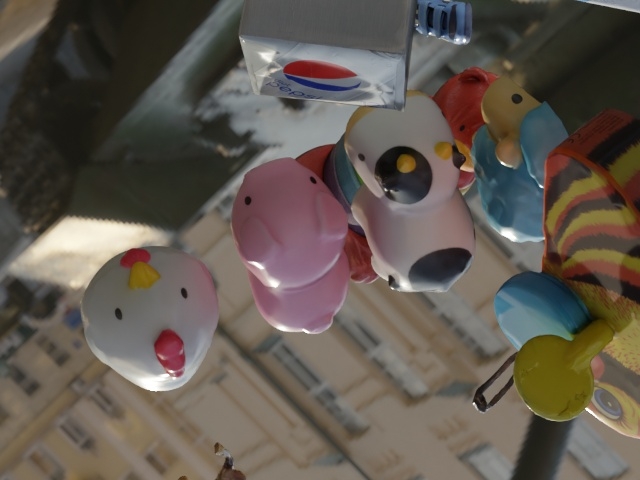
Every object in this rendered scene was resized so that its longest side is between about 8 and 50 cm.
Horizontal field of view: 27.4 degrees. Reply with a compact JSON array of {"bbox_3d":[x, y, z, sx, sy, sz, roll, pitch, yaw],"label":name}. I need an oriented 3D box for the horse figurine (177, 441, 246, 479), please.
[{"bbox_3d":[-0.166,0.322,1.582,0.263,0.066,0.174,-24,145,12],"label":"horse figurine"}]

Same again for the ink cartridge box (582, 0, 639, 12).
[{"bbox_3d":[0.233,-0.448,1.456,0.285,0.395,0.166,0,136,-40],"label":"ink cartridge box"}]

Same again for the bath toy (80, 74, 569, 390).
[{"bbox_3d":[0.000,0.000,0.908,0.348,0.151,0.129,-23,-165,-9],"label":"bath toy"}]

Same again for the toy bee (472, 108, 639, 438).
[{"bbox_3d":[0.207,0.056,0.852,0.195,0.162,0.298,-48,155,-8],"label":"toy bee"}]

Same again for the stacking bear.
[{"bbox_3d":[0.115,-0.097,1.522,0.289,0.175,0.164,-31,-163,45],"label":"stacking bear"}]

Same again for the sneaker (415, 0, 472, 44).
[{"bbox_3d":[0.146,-0.271,1.612,0.144,0.059,0.053,-136,-132,-68],"label":"sneaker"}]

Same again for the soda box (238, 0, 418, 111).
[{"bbox_3d":[0.020,-0.229,0.788,0.091,0.098,0.286,81,17,-75],"label":"soda box"}]
